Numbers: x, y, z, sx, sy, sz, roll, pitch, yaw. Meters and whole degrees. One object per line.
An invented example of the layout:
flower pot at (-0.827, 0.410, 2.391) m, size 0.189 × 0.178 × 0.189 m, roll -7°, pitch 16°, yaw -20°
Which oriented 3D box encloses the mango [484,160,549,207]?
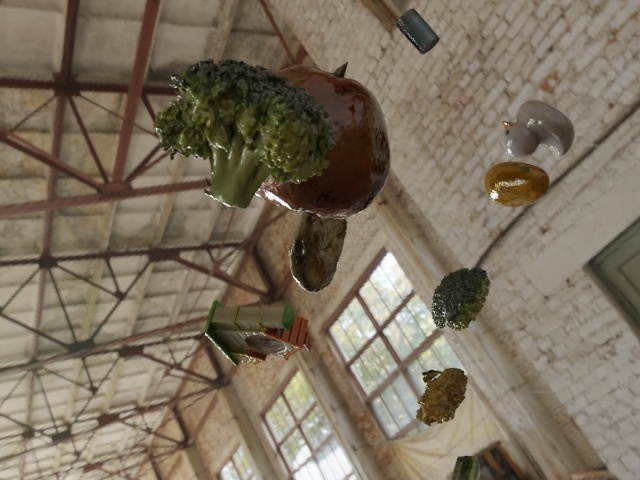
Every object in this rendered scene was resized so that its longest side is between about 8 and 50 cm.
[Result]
mango at (0.537, -0.155, 1.723) m, size 0.109 × 0.147 × 0.227 m, roll -50°, pitch 8°, yaw -15°

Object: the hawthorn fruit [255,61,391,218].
hawthorn fruit at (-0.002, -0.258, 1.578) m, size 0.403 × 0.402 × 0.402 m, roll -25°, pitch -25°, yaw -13°

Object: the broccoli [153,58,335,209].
broccoli at (-0.146, -0.208, 1.270) m, size 0.293 × 0.348 × 0.280 m, roll -58°, pitch -8°, yaw -80°

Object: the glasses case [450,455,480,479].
glasses case at (0.366, 0.652, 1.603) m, size 0.062 × 0.095 × 0.272 m, roll -6°, pitch 5°, yaw 20°

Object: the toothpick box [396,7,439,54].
toothpick box at (0.203, -0.436, 1.310) m, size 0.052 × 0.083 × 0.052 m, roll -38°, pitch -9°, yaw -7°

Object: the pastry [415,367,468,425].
pastry at (0.408, 0.518, 2.125) m, size 0.154 × 0.102 × 0.250 m, roll -5°, pitch 22°, yaw 30°

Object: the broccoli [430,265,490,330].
broccoli at (0.480, 0.198, 2.159) m, size 0.227 × 0.198 × 0.176 m, roll -29°, pitch -62°, yaw -12°

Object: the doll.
doll at (0.761, -0.372, 2.229) m, size 0.221 × 0.251 × 0.221 m, roll -57°, pitch -3°, yaw -4°

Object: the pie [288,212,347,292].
pie at (0.000, 0.000, 1.957) m, size 0.339 × 0.077 × 0.338 m, roll -42°, pitch -41°, yaw -51°

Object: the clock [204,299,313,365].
clock at (-0.164, 0.268, 1.797) m, size 0.256 × 0.106 × 0.219 m, roll -2°, pitch -36°, yaw 21°
